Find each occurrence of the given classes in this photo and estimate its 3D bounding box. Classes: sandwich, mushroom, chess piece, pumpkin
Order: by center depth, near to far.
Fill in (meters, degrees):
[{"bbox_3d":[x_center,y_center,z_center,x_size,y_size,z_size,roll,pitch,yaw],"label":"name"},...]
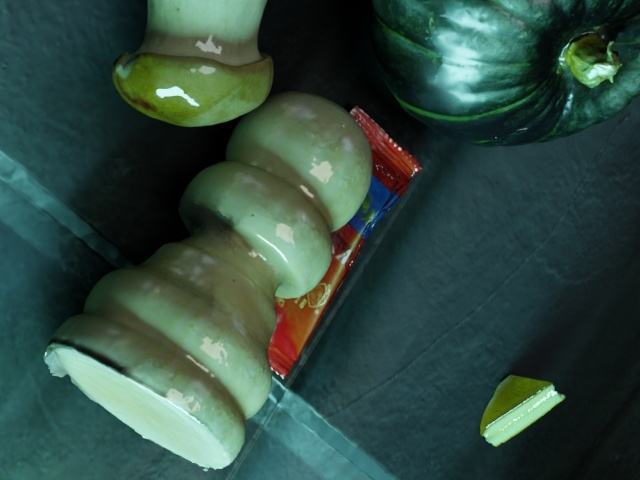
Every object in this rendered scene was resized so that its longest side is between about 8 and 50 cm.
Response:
[{"bbox_3d":[-0.078,-0.247,0.876,0.128,0.128,0.350,-8,106,-36],"label":"mushroom"},{"bbox_3d":[-0.056,0.009,0.928,0.143,0.143,0.261,46,66,-32],"label":"chess piece"},{"bbox_3d":[0.159,-0.175,1.010,0.250,0.216,0.250,-12,132,-14],"label":"pumpkin"},{"bbox_3d":[0.168,0.136,1.167,0.083,0.044,0.031,-39,124,24],"label":"sandwich"}]

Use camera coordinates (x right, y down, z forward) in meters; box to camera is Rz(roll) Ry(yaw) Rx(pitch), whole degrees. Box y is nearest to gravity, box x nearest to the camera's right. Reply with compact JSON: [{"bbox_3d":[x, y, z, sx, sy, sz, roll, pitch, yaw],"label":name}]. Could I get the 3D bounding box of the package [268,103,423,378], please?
[{"bbox_3d":[0.000,0.000,1.030,0.083,0.022,0.200,43,73,-33],"label":"package"}]
